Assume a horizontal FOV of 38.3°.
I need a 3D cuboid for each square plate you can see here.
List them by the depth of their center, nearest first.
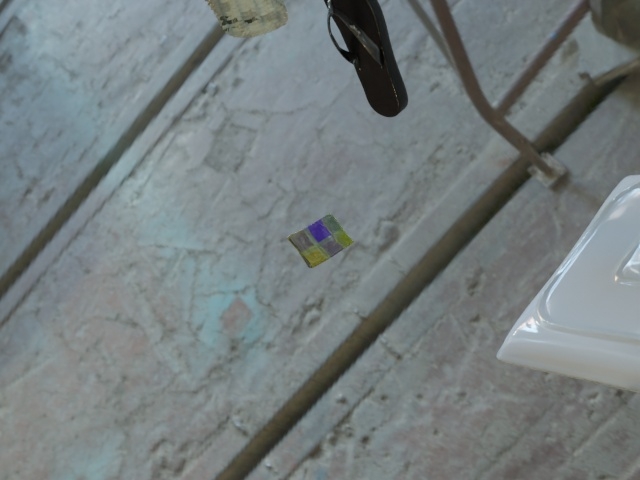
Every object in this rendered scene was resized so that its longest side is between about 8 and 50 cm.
[{"bbox_3d":[0.411,0.030,1.084,0.344,0.049,0.347,-49,27,-21],"label":"square plate"}]

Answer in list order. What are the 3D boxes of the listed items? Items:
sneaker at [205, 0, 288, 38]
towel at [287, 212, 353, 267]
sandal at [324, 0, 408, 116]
[{"bbox_3d":[-0.109,-0.356,1.074,0.102,0.293,0.146,-13,79,-1],"label":"sneaker"},{"bbox_3d":[0.000,0.000,1.320,0.083,0.009,0.060,-29,72,-25],"label":"towel"},{"bbox_3d":[0.063,-0.298,1.406,0.054,0.254,0.097,-40,25,-28],"label":"sandal"}]
